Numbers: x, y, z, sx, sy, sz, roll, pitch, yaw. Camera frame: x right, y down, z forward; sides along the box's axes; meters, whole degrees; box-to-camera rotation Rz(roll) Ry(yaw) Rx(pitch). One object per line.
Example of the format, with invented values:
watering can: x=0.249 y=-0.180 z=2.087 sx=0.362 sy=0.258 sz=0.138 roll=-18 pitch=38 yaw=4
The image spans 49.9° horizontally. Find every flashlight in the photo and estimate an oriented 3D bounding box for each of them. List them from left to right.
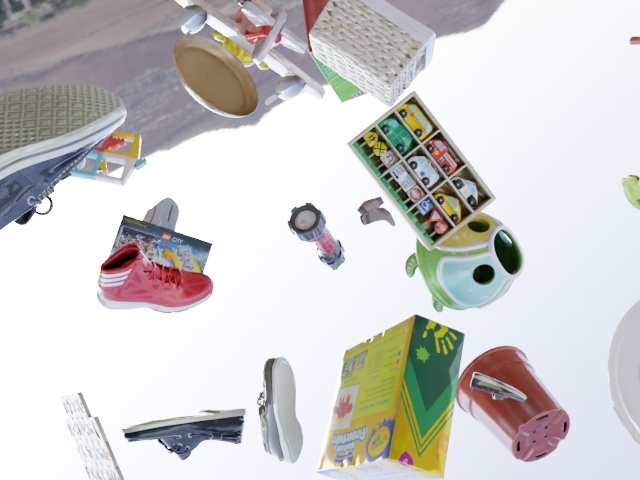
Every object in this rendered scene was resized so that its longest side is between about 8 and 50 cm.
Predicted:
flashlight: x=0.000 y=0.000 z=1.959 sx=0.103 sy=0.304 sz=0.103 roll=36 pitch=-99 yaw=29

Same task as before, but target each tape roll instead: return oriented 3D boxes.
tape roll: x=0.592 y=0.215 z=1.070 sx=0.100 sy=0.286 sz=0.286 roll=3 pitch=-177 yaw=-27

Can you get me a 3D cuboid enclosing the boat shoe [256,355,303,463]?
boat shoe: x=-0.113 y=0.422 z=1.717 sx=0.091 sy=0.305 sz=0.109 roll=5 pitch=-154 yaw=26

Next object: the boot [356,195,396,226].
boot: x=0.161 y=-0.070 z=2.022 sx=0.087 sy=0.118 sz=0.042 roll=-34 pitch=-163 yaw=-9

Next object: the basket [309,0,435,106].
basket: x=0.075 y=-0.293 z=1.037 sx=0.103 sy=0.167 sz=0.113 roll=-55 pitch=171 yaw=-3

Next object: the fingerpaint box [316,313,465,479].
fingerpaint box: x=0.180 y=0.442 z=1.824 sx=0.445 sy=0.163 sz=0.371 roll=-44 pitch=-153 yaw=58

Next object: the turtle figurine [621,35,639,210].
turtle figurine: x=0.438 y=-0.119 z=0.785 sx=0.269 sy=0.087 sz=0.217 roll=35 pitch=-107 yaw=23

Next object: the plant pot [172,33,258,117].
plant pot: x=-0.248 y=-0.378 z=1.605 sx=0.032 sy=0.236 sz=0.236 roll=-37 pitch=-172 yaw=35

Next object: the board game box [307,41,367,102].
board game box: x=0.065 y=-0.534 z=2.096 sx=0.124 sy=0.259 sz=0.039 roll=-16 pitch=-127 yaw=21

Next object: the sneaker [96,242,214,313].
sneaker: x=-0.306 y=0.070 z=1.294 sx=0.221 sy=0.128 sz=0.087 roll=-6 pitch=-129 yaw=-21

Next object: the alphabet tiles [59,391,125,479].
alphabet tiles: x=-0.519 y=0.483 z=1.572 sx=0.011 sy=0.285 sz=0.342 roll=-22 pitch=179 yaw=-33

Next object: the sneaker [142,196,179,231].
sneaker: x=-0.452 y=-0.008 z=1.873 sx=0.091 sy=0.094 sz=0.258 roll=-30 pitch=-150 yaw=28

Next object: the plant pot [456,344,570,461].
plant pot: x=0.595 y=0.506 z=2.090 sx=0.272 sy=0.272 sz=0.265 roll=-29 pitch=-145 yaw=-7

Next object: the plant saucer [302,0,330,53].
plant saucer: x=0.018 y=-0.619 z=1.686 sx=0.048 sy=0.258 sz=0.259 roll=-8 pitch=-178 yaw=-19

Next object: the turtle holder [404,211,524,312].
turtle holder: x=0.364 y=0.015 z=1.714 sx=0.243 sy=0.320 sz=0.227 roll=-16 pitch=-179 yaw=-41

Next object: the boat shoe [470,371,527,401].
boat shoe: x=0.472 y=0.400 z=1.833 sx=0.056 sy=0.152 sz=0.049 roll=21 pitch=92 yaw=-84

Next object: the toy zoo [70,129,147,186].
toy zoo: x=-0.688 y=-0.270 z=2.156 sx=0.293 sy=0.030 sz=0.192 roll=10 pitch=-122 yaw=-3

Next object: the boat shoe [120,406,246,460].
boat shoe: x=-0.333 y=0.490 z=1.720 sx=0.127 sy=0.113 sz=0.340 roll=-11 pitch=170 yaw=43

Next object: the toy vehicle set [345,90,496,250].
toy vehicle set: x=0.194 y=-0.133 z=1.330 sx=0.166 sy=0.267 sz=0.035 roll=-39 pitch=-172 yaw=-1

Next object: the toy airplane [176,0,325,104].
toy airplane: x=-0.194 y=-0.517 z=1.846 sx=0.272 sy=0.386 sz=0.384 roll=-53 pitch=162 yaw=12

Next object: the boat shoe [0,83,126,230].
boat shoe: x=-0.535 y=-0.119 z=1.163 sx=0.187 sy=0.156 sz=0.500 roll=28 pitch=-131 yaw=18

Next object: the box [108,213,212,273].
box: x=-0.405 y=0.046 z=1.720 sx=0.044 sy=0.233 sz=0.159 roll=178 pitch=-70 yaw=-78
